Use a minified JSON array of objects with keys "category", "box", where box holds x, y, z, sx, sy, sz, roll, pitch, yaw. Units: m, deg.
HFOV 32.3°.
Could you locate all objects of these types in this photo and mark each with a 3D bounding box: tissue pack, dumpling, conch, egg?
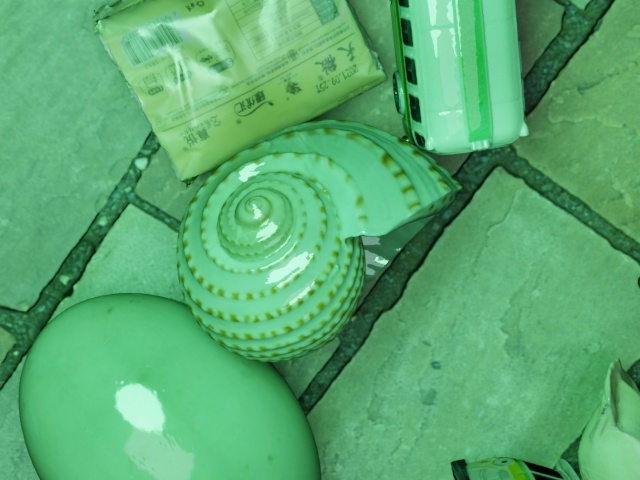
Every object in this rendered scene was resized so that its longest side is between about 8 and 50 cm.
[{"category":"tissue pack","box":[-0.087,-0.209,1.181,0.256,0.123,0.215,-27,109,6]},{"category":"dumpling","box":[0.383,0.247,1.328,0.216,0.166,0.126,42,129,-4]},{"category":"conch","box":[-0.010,-0.013,1.175,0.303,0.319,0.215,-38,86,0]},{"category":"egg","box":[-0.160,0.225,1.226,0.276,0.276,0.389,-39,107,8]}]

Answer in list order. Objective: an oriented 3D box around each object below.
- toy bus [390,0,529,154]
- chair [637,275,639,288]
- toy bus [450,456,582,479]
[{"category":"toy bus","box":[0.143,-0.231,1.165,0.133,0.165,0.276,-9,108,-2]},{"category":"chair","box":[0.466,0.124,1.326,0.084,0.101,0.212,-30,107,6]},{"category":"toy bus","box":[0.269,0.420,1.383,0.179,0.143,0.306,-13,107,-2]}]
